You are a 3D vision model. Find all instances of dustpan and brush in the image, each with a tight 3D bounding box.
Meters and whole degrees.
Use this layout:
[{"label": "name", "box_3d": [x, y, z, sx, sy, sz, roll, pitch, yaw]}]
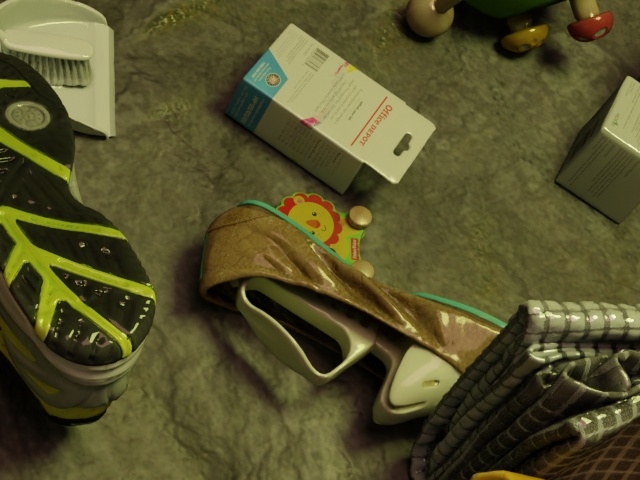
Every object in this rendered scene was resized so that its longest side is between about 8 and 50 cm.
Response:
[{"label": "dustpan and brush", "box_3d": [-0.286, -0.183, 1.476, 0.211, 0.060, 0.147, 8, 55, -21]}]

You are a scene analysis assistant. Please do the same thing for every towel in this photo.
[{"label": "towel", "box_3d": [0.232, 0.166, 1.339, 0.235, 0.284, 0.121, 3, 57, -22]}]

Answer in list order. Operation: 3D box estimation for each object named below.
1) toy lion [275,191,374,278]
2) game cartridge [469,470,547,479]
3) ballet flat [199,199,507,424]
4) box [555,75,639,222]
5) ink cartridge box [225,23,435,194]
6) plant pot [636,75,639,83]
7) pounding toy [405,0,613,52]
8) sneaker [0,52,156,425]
[{"label": "toy lion", "box_3d": [0.000, 0.000, 1.510, 0.096, 0.034, 0.100, 7, 55, -13]}, {"label": "game cartridge", "box_3d": [0.228, 0.343, 1.244, 0.323, 0.052, 0.285, 18, 68, -43]}, {"label": "ballet flat", "box_3d": [0.040, 0.088, 1.415, 0.342, 0.116, 0.124, 29, 54, -1]}, {"label": "box", "box_3d": [0.322, -0.096, 1.684, 0.087, 0.101, 0.102, 34, 50, -1]}, {"label": "ink cartridge box", "box_3d": [0.011, -0.120, 1.576, 0.181, 0.061, 0.104, 35, 50, 1]}, {"label": "plant pot", "box_3d": [0.424, -0.167, 1.741, 0.167, 0.165, 0.167, 13, 52, -18]}, {"label": "pounding toy", "box_3d": [0.230, -0.254, 1.730, 0.237, 0.183, 0.110, -21, 95, -35]}, {"label": "sneaker", "box_3d": [-0.263, -0.010, 1.322, 0.145, 0.147, 0.385, -7, 49, -27]}]
